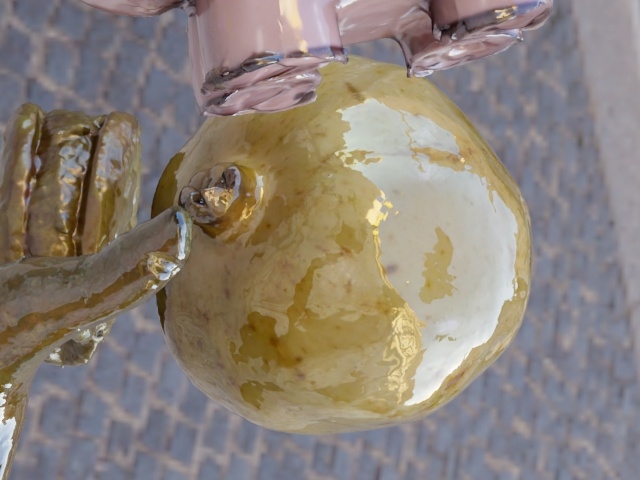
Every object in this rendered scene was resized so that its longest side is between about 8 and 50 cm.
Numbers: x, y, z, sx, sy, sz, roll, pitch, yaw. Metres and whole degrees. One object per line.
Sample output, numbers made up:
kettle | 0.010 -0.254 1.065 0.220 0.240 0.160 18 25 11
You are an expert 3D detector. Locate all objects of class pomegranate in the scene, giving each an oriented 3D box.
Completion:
pomegranate | 0.000 0.000 1.578 0.342 0.342 0.342 -7 99 -52

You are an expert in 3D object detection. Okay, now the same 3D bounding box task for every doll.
doll | -0.032 -0.200 0.892 0.216 0.284 0.268 -13 86 -11

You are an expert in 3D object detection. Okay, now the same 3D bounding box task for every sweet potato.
sweet potato | -0.193 0.086 1.169 0.346 0.108 0.079 -54 171 26

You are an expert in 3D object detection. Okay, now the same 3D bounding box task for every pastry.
pastry | -0.242 -0.009 1.735 0.240 0.132 0.235 94 6 -74
